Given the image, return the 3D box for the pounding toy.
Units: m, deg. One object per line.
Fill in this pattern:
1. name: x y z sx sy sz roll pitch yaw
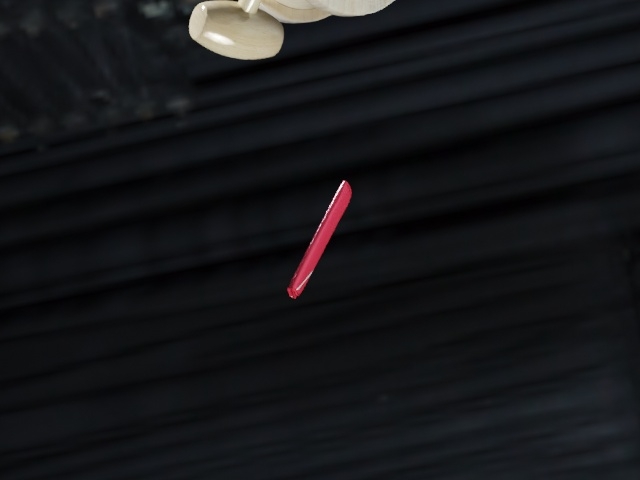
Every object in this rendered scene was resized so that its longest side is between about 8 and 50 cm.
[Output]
1. pounding toy: 0.010 -0.237 1.193 0.154 0.155 0.269 21 -101 -36

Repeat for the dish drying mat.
1. dish drying mat: 0.000 0.000 1.181 0.083 0.008 0.032 -62 -11 -11
